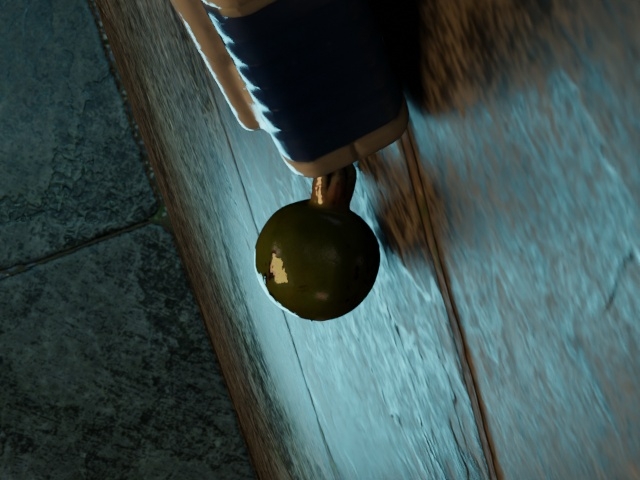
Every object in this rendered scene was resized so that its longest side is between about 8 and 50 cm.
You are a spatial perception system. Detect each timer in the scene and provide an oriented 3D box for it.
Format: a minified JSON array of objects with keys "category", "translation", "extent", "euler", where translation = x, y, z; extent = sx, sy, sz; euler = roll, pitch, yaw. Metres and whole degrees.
[{"category":"timer","translation":[-0.053,-0.158,0.585],"extent":[0.178,0.078,0.253],"euler":[64,-179,-60]}]

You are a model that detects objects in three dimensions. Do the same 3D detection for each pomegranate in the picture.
[{"category":"pomegranate","translation":[0.001,0.001,0.769],"extent":[0.073,0.073,0.085],"euler":[110,176,-77]}]
